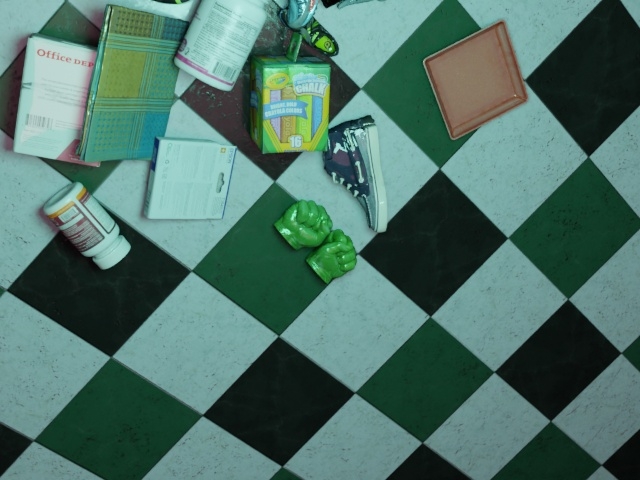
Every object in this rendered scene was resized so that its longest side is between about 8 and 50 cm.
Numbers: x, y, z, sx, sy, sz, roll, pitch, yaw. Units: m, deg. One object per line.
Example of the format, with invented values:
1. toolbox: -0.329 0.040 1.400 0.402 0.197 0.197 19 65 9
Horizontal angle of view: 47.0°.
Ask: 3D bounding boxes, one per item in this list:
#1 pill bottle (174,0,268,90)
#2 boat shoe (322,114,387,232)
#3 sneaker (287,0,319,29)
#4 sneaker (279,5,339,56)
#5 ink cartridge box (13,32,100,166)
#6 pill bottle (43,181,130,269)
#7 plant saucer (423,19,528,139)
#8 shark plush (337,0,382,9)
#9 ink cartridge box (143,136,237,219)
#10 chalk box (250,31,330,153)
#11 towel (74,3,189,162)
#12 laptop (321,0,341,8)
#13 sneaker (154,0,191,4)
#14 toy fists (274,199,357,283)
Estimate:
1. pill bottle: -0.231 -0.528 1.811 0.160 0.160 0.283 24 103 -23
2. boat shoe: 0.092 -0.176 2.079 0.158 0.127 0.340 -10 106 -4
3. sneaker: -0.074 -0.649 1.789 0.125 0.104 0.261 -5 106 -34
4. sneaker: -0.021 -0.544 1.908 0.188 0.078 0.067 35 100 -23
5. ink cartridge box: -0.621 -0.344 1.803 0.207 0.117 0.282 10 109 -19
6. pill bottle: -0.609 -0.036 1.932 0.121 0.121 0.221 -35 116 0
7. plant saucer: 0.437 -0.456 2.089 0.259 0.047 0.258 -28 116 -4
8. shark plush: 0.117 -0.647 1.910 0.161 0.067 0.073 -14 115 -10
9. ink cartridge box: -0.350 -0.164 1.979 0.224 0.045 0.223 0 113 -35
10. chalk box: -0.082 -0.387 1.902 0.179 0.180 0.288 -4 112 -14
11. towel: -0.456 -0.373 1.800 0.271 0.040 0.369 -11 122 -58
12. laptop: 0.088 -0.760 1.863 0.265 0.136 0.234 -22 106 22
13. sneaker: -0.403 -0.610 1.765 0.235 0.097 0.084 0 112 -15
14. toy fists: 0.000 0.000 2.130 0.142 0.096 0.279 -41 115 2
